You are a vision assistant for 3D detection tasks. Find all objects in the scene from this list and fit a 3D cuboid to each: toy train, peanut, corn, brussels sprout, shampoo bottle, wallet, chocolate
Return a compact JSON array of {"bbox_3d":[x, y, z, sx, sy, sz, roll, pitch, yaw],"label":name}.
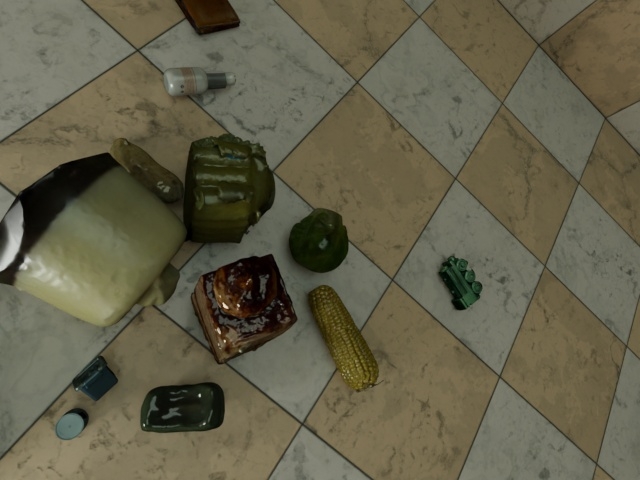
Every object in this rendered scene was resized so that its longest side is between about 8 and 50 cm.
[{"bbox_3d":[0.459,0.137,1.347,0.111,0.071,0.170,-33,90,-21],"label":"toy train"},{"bbox_3d":[-0.438,-0.167,1.017,0.214,0.099,0.099,44,63,-7],"label":"peanut"},{"bbox_3d":[0.061,0.263,1.111,0.106,0.106,0.305,-26,86,-28],"label":"corn"},{"bbox_3d":[0.002,0.002,1.143,0.162,0.144,0.180,27,75,23],"label":"brussels sprout"},{"bbox_3d":[-0.340,-0.454,1.155,0.192,0.074,0.074,-17,83,-29],"label":"shampoo bottle"},{"bbox_3d":[-0.357,-0.726,1.247,0.161,0.042,0.195,-31,87,-32],"label":"wallet"},{"bbox_3d":[-0.434,0.025,0.835,0.297,0.326,0.314,41,107,-6],"label":"chocolate"}]

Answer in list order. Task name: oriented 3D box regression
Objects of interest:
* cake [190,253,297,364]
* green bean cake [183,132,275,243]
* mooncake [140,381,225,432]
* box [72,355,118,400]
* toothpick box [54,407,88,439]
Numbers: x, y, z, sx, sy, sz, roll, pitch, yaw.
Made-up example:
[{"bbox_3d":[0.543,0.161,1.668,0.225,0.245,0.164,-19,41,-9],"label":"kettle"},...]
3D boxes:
[{"bbox_3d":[-0.170,0.154,0.936,0.196,0.293,0.198,-17,78,-27],"label":"cake"},{"bbox_3d":[-0.221,-0.150,0.988,0.202,0.310,0.284,2,77,-21],"label":"green bean cake"},{"bbox_3d":[-0.298,0.366,0.888,0.175,0.168,0.104,12,69,-37],"label":"mooncake"},{"bbox_3d":[-0.477,0.296,0.869,0.074,0.099,0.054,-48,112,-27],"label":"box"},{"bbox_3d":[-0.509,0.376,0.835,0.052,0.083,0.052,7,73,-23],"label":"toothpick box"}]
